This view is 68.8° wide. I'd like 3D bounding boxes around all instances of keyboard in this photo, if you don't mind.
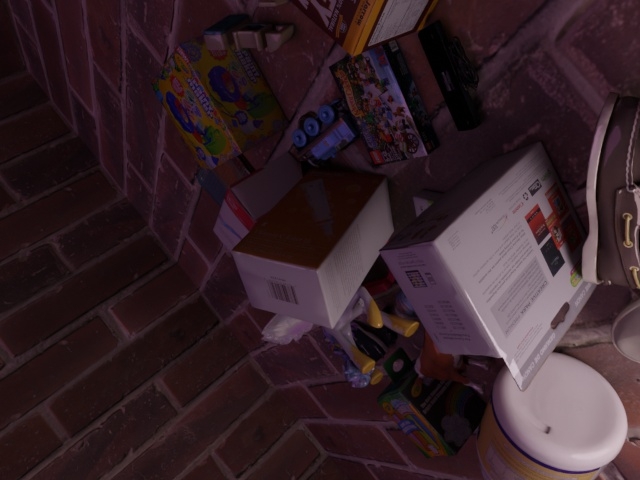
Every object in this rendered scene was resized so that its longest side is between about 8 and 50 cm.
[{"bbox_3d":[0.235,-0.281,0.798,0.192,0.038,0.100,61,173,-16],"label":"keyboard"}]

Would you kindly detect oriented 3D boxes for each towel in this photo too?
[{"bbox_3d":[-0.328,-0.208,1.669,0.271,0.040,0.370,51,151,2],"label":"towel"}]

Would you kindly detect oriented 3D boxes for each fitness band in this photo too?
[{"bbox_3d":[0.110,0.057,1.322,0.209,0.054,0.290,57,150,-2],"label":"fitness band"}]

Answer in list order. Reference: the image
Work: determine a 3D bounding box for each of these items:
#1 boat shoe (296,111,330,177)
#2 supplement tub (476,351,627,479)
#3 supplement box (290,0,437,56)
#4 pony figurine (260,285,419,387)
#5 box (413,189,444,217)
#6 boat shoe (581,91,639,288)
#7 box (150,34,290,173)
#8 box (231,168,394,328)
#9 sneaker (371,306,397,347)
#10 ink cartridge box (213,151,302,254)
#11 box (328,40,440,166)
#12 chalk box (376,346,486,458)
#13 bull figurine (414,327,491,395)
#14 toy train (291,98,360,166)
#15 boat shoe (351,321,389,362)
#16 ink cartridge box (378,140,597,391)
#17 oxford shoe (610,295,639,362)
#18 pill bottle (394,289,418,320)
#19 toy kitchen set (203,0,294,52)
[{"bbox_3d":[-0.024,-0.217,1.187,0.073,0.073,0.207,26,140,44],"label":"boat shoe"},{"bbox_3d":[0.471,0.421,1.005,0.241,0.241,0.332,32,145,32],"label":"supplement tub"},{"bbox_3d":[0.064,-0.411,0.704,0.191,0.194,0.129,46,143,12],"label":"supplement box"},{"bbox_3d":[0.048,0.212,1.273,0.363,0.302,0.351,48,122,36],"label":"pony figurine"},{"bbox_3d":[0.288,-0.022,0.980,0.186,0.038,0.145,24,141,47],"label":"box"},{"bbox_3d":[0.438,-0.055,0.663,0.096,0.116,0.325,16,139,41],"label":"boat shoe"},{"bbox_3d":[-0.278,-0.372,1.275,0.279,0.177,0.290,-8,115,57],"label":"box"},{"bbox_3d":[0.000,0.000,1.064,0.214,0.345,0.168,10,132,28],"label":"box"},{"bbox_3d":[0.204,0.265,1.416,0.089,0.051,0.170,43,154,16],"label":"sneaker"},{"bbox_3d":[-0.177,-0.095,1.382,0.131,0.226,0.306,51,150,3],"label":"ink cartridge box"},{"bbox_3d":[0.125,-0.271,0.939,0.159,0.044,0.233,-2,120,56],"label":"box"},{"bbox_3d":[0.296,0.449,1.352,0.289,0.180,0.179,48,151,11],"label":"chalk box"},{"bbox_3d":[0.324,0.280,1.160,0.188,0.101,0.311,13,135,24],"label":"bull figurine"},{"bbox_3d":[0.013,-0.240,1.067,0.184,0.080,0.105,-31,95,42],"label":"toy train"},{"bbox_3d":[0.127,0.341,1.558,0.254,0.079,0.095,21,147,57],"label":"boat shoe"},{"bbox_3d":[0.292,0.038,0.766,0.272,0.309,0.130,58,151,-10],"label":"ink cartridge box"},{"bbox_3d":[0.588,0.127,0.612,0.169,0.130,0.449,40,154,-8],"label":"oxford shoe"},{"bbox_3d":[0.243,0.143,1.182,0.087,0.087,0.160,43,150,16],"label":"pill bottle"},{"bbox_3d":[-0.156,-0.522,1.033,0.207,0.122,0.166,11,134,23],"label":"toy kitchen set"}]
